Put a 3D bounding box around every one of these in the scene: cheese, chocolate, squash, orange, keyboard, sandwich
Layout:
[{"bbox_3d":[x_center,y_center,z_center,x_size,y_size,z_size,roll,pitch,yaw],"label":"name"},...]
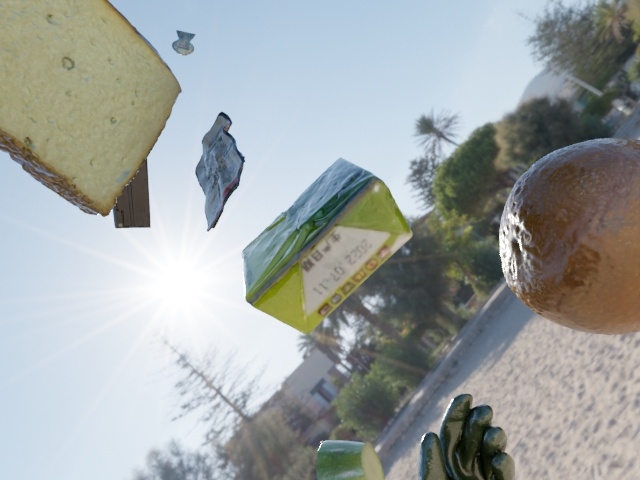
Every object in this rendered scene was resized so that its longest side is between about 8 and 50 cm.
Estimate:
[{"bbox_3d":[-0.419,-0.602,1.574,0.026,0.067,0.120,118,155,-50],"label":"cheese"},{"bbox_3d":[0.000,0.000,0.944,0.289,0.137,0.301,-43,17,4],"label":"chocolate"},{"bbox_3d":[0.067,0.534,1.174,0.123,0.170,0.170,-24,-8,19],"label":"squash"},{"bbox_3d":[0.491,-0.006,0.852,0.322,0.357,0.322,178,90,-89],"label":"orange"},{"bbox_3d":[-0.320,-0.101,0.857,0.064,0.010,0.198,-2,-53,-17],"label":"keyboard"},{"bbox_3d":[-0.297,-0.179,0.563,0.251,0.087,0.226,42,-120,-38],"label":"sandwich"}]

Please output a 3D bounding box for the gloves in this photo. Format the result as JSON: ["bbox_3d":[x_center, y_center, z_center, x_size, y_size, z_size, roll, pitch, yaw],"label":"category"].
[{"bbox_3d":[0.192,0.329,0.660,0.107,0.135,0.268,-138,48,-85],"label":"gloves"}]

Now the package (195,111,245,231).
[{"bbox_3d":[-0.198,-0.139,1.001,0.040,0.232,0.166,13,-59,-32],"label":"package"}]
